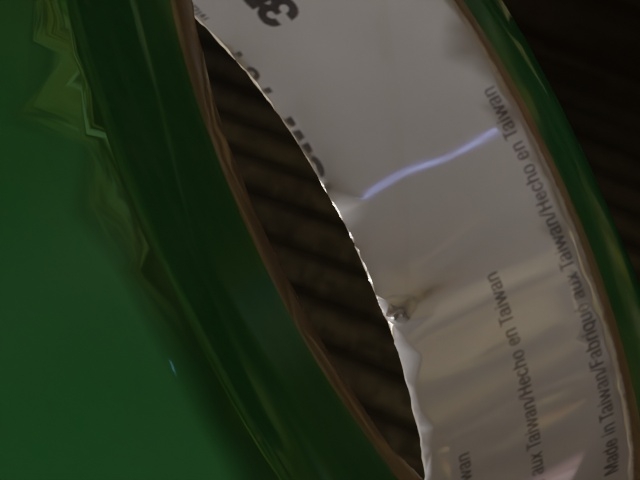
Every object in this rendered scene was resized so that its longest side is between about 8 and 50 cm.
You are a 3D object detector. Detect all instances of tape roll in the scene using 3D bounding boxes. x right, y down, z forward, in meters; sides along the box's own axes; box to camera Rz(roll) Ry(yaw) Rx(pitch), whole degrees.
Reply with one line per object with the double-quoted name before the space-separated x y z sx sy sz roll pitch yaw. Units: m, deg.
"tape roll" 0.000 0.000 0.525 0.321 0.077 0.321 46 -151 -35
